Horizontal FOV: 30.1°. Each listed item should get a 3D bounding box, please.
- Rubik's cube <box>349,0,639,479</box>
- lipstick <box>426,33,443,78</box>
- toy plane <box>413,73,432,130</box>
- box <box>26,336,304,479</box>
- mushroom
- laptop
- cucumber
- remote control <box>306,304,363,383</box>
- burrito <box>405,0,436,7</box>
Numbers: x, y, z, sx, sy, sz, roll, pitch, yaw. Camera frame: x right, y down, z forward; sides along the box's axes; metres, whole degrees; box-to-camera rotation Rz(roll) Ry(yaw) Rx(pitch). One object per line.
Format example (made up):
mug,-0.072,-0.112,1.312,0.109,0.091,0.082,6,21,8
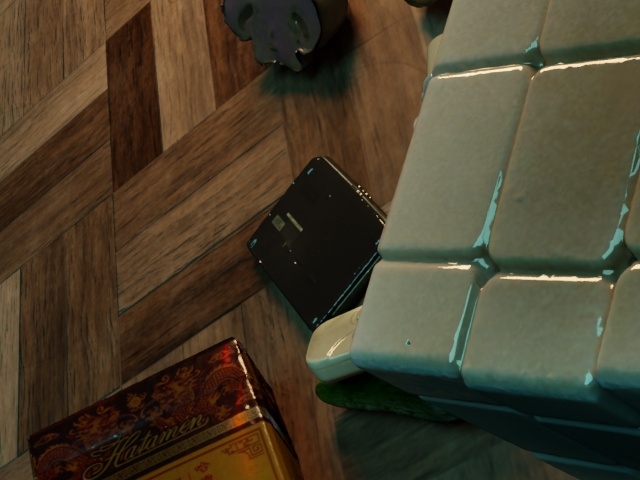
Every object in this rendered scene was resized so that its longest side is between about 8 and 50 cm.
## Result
Rubik's cube,0.264,0.004,0.859,0.316,0.322,0.319,1,67,46
lipstick,0.145,-0.098,1.241,0.070,0.070,0.254,-21,53,37
toy plane,0.196,-0.159,1.099,0.252,0.252,0.118,-34,77,29
box,-0.126,0.316,1.172,0.264,0.116,0.415,-27,45,1
mushroom,-0.033,-0.305,1.523,0.117,0.141,0.188,-37,37,-26
laptop,0.000,0.000,1.369,0.154,0.026,0.207,-53,40,10
cucumber,0.088,0.147,1.170,0.250,0.056,0.056,0,67,47
remote control,0.096,0.080,1.162,0.230,0.049,0.090,-23,21,21
burrito,0.165,-0.371,1.375,0.229,0.089,0.144,-53,26,8
